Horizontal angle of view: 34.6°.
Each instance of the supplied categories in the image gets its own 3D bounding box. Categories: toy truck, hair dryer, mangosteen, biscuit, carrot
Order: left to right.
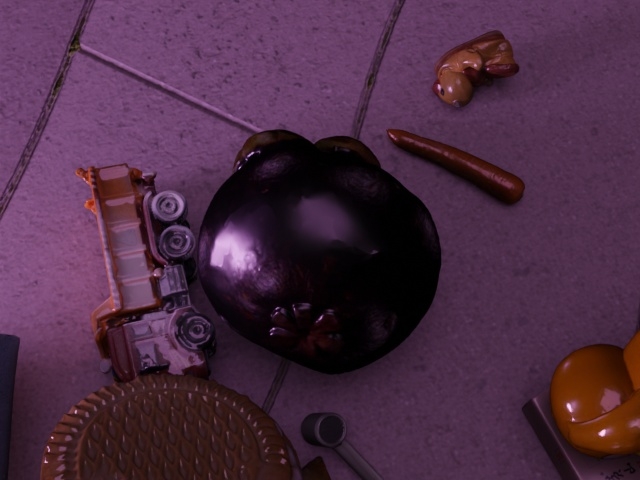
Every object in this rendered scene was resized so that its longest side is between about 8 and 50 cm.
[{"bbox_3d":[-0.203,0.047,1.176,0.135,0.114,0.270,-12,69,-10],"label":"toy truck"},{"bbox_3d":[-0.142,0.232,1.008,0.259,0.079,0.259,6,40,-5],"label":"biscuit"},{"bbox_3d":[-0.001,0.005,1.138,0.288,0.287,0.233,23,106,7],"label":"mangosteen"},{"bbox_3d":[0.034,0.240,1.145,0.124,0.063,0.038,46,72,-6],"label":"hair dryer"},{"bbox_3d":[0.167,-0.098,1.287,0.190,0.037,0.037,27,70,13],"label":"carrot"}]

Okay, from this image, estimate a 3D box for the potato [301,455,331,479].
[{"bbox_3d":[0.020,0.395,1.050,0.255,0.112,0.269,33,73,10],"label":"potato"}]

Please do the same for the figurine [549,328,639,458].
[{"bbox_3d":[0.361,0.148,1.048,0.215,0.215,0.228,43,115,14],"label":"figurine"}]

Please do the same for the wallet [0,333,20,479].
[{"bbox_3d":[-0.442,0.234,1.069,0.290,0.054,0.251,-12,68,20],"label":"wallet"}]

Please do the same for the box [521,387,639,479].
[{"bbox_3d":[0.350,0.198,1.160,0.201,0.058,0.141,-26,72,-12],"label":"box"}]

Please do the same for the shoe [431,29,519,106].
[{"bbox_3d":[0.197,-0.220,1.312,0.109,0.072,0.069,-26,66,-11],"label":"shoe"}]
